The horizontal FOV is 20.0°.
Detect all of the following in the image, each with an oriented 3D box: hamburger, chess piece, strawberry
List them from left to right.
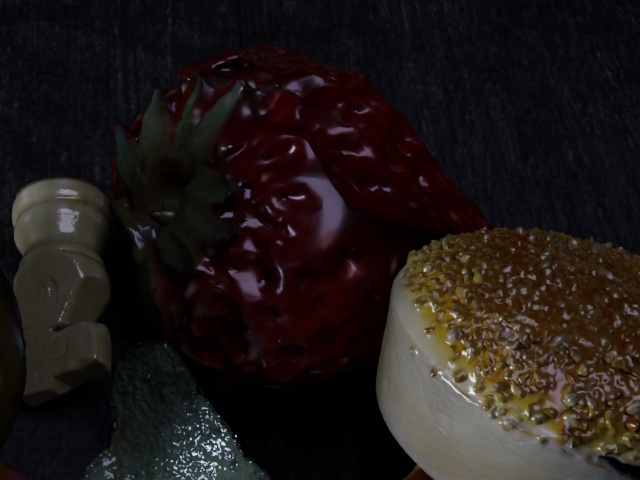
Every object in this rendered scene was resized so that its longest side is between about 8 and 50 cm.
[{"bbox_3d":[-0.222,0.048,1.557,0.090,0.090,0.200,8,49,-16],"label":"chess piece"},{"bbox_3d":[0.000,0.000,1.586,0.345,0.295,0.317,19,7,-37],"label":"strawberry"},{"bbox_3d":[0.186,0.100,1.404,0.302,0.170,0.302,22,25,-11],"label":"hamburger"}]

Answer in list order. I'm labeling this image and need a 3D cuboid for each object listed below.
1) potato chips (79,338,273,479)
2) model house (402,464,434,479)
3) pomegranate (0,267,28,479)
[{"bbox_3d":[-0.119,0.198,1.445,0.167,0.059,0.228,8,76,12],"label":"potato chips"},{"bbox_3d":[0.120,0.285,1.417,0.271,0.190,0.301,35,37,12],"label":"model house"},{"bbox_3d":[-0.342,0.117,1.358,0.290,0.323,0.291,-10,47,11],"label":"pomegranate"}]
